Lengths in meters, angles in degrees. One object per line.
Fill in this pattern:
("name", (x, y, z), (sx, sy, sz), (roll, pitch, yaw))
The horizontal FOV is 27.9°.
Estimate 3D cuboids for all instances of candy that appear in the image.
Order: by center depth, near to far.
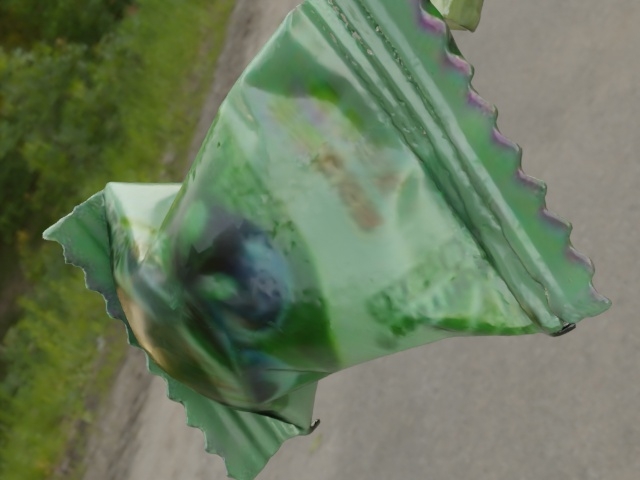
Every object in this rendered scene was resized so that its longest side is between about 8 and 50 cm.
("candy", (-0.004, 0.003, 0.863), (0.172, 0.263, 0.398), (-49, 9, -36))

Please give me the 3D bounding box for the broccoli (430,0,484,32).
("broccoli", (0.164, -0.350, 1.399), (0.263, 0.247, 0.243), (-161, 79, -68))
